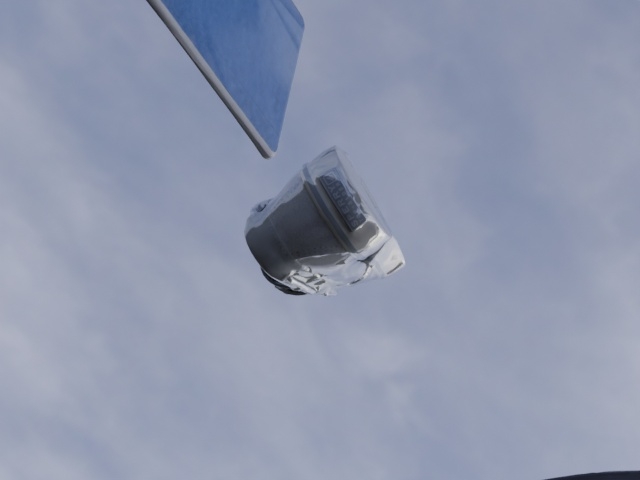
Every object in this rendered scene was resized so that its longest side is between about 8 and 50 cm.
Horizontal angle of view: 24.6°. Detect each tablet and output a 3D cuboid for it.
[{"bbox_3d":[-0.027,-0.066,0.397,0.006,0.054,0.083,-7,-37,26],"label":"tablet"}]

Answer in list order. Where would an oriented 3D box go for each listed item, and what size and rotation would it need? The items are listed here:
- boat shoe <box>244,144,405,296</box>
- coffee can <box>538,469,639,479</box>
[{"bbox_3d":[0.000,0.000,0.693,0.066,0.063,0.184,61,3,0],"label":"boat shoe"},{"bbox_3d":[0.122,0.256,0.565,0.201,0.201,0.275,1,-70,39],"label":"coffee can"}]
